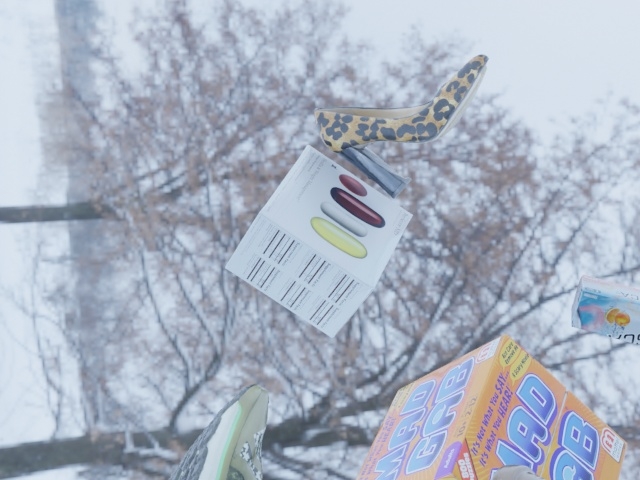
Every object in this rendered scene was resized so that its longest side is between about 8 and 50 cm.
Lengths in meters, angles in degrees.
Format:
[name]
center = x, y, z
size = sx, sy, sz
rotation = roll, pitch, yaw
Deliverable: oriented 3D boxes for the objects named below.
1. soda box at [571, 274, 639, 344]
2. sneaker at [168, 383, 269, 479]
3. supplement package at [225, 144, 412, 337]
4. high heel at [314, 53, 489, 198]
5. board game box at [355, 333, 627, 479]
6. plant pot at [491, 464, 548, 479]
[soda box]
center = 0.434, 0.104, 1.289
size = 0.063, 0.183, 0.058
rotation = -54, 157, -66
[sneaker]
center = -0.080, 0.331, 0.938
size = 0.158, 0.182, 0.410
rotation = -49, -159, 42
[supplement package]
center = 0.000, 0.000, 1.501
size = 0.149, 0.203, 0.194
rotation = -54, -176, 45
[high heel]
center = 0.116, -0.215, 1.447
size = 0.261, 0.186, 0.093
rotation = -52, 173, 20
[board game box]
center = 0.328, 0.480, 1.919
size = 0.356, 0.356, 0.356
rotation = -38, -165, 46
[plant pot]
center = 0.327, 0.446, 1.396
size = 0.110, 0.237, 0.237
rotation = -9, -98, 31
